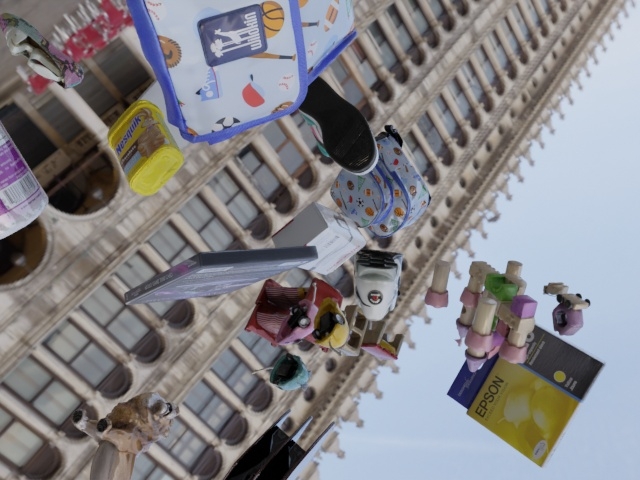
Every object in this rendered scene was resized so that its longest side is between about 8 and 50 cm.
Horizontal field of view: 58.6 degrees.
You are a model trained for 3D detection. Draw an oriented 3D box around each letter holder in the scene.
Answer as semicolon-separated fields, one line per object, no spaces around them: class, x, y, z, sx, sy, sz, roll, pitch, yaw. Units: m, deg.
letter holder;-0.113;0.610;1.646;0.302;0.152;0.214;-29;152;-57

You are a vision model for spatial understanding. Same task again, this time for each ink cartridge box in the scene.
ink cartridge box;0.000;0.000;1.052;0.109;0.150;0.063;-39;-118;18
ink cartridge box;0.515;0.363;1.478;0.307;0.072;0.304;31;-83;31

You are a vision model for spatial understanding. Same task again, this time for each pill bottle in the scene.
pill bottle;-0.593;-0.151;0.917;0.169;0.302;0.169;-16;-151;9

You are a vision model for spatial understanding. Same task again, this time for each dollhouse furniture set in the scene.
dollhouse furniture set;0.019;0.242;1.488;0.201;0.374;0.152;-7;-124;47

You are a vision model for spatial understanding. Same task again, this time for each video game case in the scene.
video game case;-0.162;0.056;0.889;0.196;0.026;0.274;-3;168;-40

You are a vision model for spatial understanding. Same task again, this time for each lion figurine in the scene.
lion figurine;-0.445;0.504;1.220;0.142;0.240;0.392;3;-120;22

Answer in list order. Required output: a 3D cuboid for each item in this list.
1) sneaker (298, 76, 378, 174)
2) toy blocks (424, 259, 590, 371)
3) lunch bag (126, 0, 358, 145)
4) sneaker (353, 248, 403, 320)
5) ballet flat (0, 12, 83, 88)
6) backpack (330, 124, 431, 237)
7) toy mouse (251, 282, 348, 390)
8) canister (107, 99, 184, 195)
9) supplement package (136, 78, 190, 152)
sneaker;0.053;-0.224;1.259;0.123;0.178;0.296;-38;-122;9
toy blocks;0.458;0.220;1.483;0.308;0.260;0.288;0;-159;-17
lunch bag;-0.112;-0.371;0.841;0.238;0.328;0.385;23;-125;25
sneaker;0.131;0.102;1.360;0.122;0.146;0.330;5;-171;12
ballet flat;-0.649;-0.428;1.296;0.077;0.221;0.079;-41;-164;42
backpack;0.177;-0.148;1.666;0.213;0.263;0.276;-36;167;-33
toy mouse;-0.021;0.120;0.643;0.143;0.031;0.161;-44;-155;22
canister;-0.347;-0.184;1.129;0.126;0.073;0.170;-44;-128;11
supplement package;-0.345;-0.330;1.380;0.194;0.149;0.203;-46;-158;5
